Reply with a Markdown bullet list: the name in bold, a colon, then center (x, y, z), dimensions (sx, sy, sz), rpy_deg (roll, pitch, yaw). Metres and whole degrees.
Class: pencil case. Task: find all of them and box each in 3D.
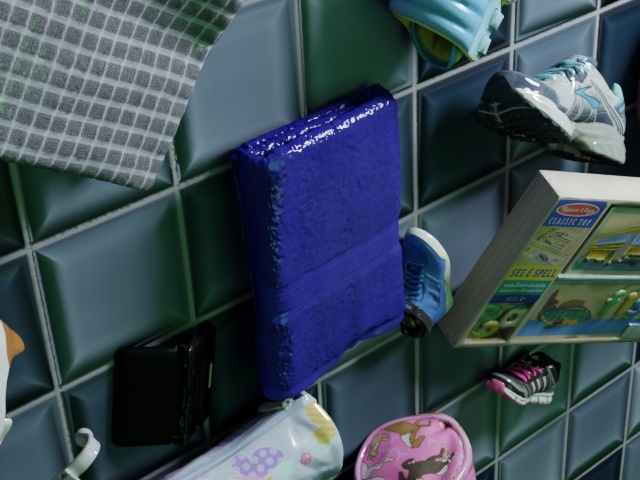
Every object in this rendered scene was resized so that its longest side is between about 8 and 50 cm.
- **pencil case**: center (-0.101, 0.276, 1.341), dimensions (0.273, 0.113, 0.124), rpy_deg (-32, 145, -27)
- **pencil case**: center (0.153, 0.406, 1.634), dimensions (0.160, 0.167, 0.386), rpy_deg (-15, 128, 0)

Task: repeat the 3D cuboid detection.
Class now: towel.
- **towel**: center (-0.207, -0.174, 0.986), dimensions (0.284, 0.121, 0.235), rpy_deg (13, 103, -47)
- **towel**: center (0.000, 0.000, 1.328), dimensions (0.228, 0.076, 0.308), rpy_deg (-31, 130, -38)

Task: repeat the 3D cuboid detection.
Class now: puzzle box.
- **puzzle box**: center (0.382, 0.032, 1.608), dimensions (0.409, 0.052, 0.272), rpy_deg (1, 132, -34)

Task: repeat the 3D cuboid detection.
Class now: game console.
- **game console**: center (-0.166, 0.154, 1.289), dimensions (0.107, 0.071, 0.122), rpy_deg (-48, 148, -61)

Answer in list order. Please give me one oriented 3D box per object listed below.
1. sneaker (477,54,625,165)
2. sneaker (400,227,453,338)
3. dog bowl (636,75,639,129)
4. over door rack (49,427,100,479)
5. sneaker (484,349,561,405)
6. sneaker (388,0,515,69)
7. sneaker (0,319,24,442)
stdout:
- **sneaker**: center (0.293, -0.180, 1.507), dimensions (0.283, 0.110, 0.122), rpy_deg (16, 82, -50)
- **sneaker**: center (0.116, 0.060, 1.476), dimensions (0.084, 0.058, 0.152), rpy_deg (-47, 144, -27)
- **dog bowl**: center (0.615, -0.246, 1.707), dimensions (0.408, 0.150, 0.408), rpy_deg (-25, 133, -30)
- **over door rack**: center (-0.265, 0.368, 1.184), dimensions (0.324, 0.108, 0.239), rpy_deg (-44, 107, -1)
- **sneaker**: center (0.295, 0.192, 1.723), dimensions (0.170, 0.063, 0.075), rpy_deg (12, 103, -52)
- **sneaker**: center (0.197, -0.288, 1.320), dimensions (0.319, 0.127, 0.208), rpy_deg (-1, 111, -34)
- **sneaker**: center (-0.335, 0.201, 1.056), dimensions (0.123, 0.106, 0.290), rpy_deg (32, 76, -53)
